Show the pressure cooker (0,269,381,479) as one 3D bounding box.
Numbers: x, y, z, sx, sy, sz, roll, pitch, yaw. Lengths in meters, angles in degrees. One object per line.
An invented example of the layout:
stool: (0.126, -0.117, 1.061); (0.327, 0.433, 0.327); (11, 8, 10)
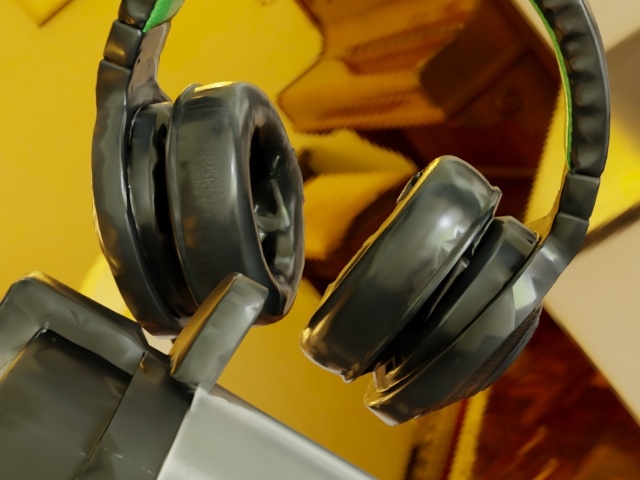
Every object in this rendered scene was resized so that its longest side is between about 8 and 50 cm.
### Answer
pressure cooker: (-0.084, 0.241, 0.522); (0.375, 0.420, 0.370); (-54, 6, 38)

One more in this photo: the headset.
headset: (0.000, 0.000, 0.731); (0.185, 0.243, 0.394); (-53, -18, -71)
